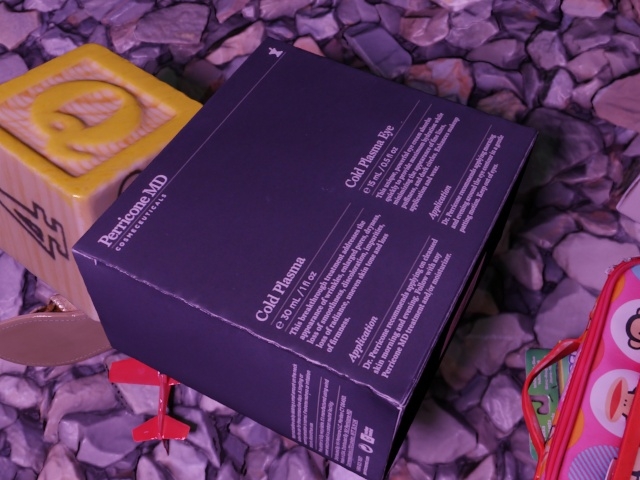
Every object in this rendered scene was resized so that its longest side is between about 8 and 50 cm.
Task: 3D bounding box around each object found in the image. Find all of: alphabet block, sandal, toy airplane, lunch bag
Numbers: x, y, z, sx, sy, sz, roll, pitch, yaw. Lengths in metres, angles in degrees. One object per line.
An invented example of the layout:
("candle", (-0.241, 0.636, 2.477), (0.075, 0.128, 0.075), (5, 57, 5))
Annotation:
("alphabet block", (-0.248, -0.067, 0.806), (0.193, 0.197, 0.192), (30, 49, 18))
("sandal", (-0.279, 0.087, 0.879), (0.240, 0.088, 0.079), (-11, 40, 8))
("toy airplane", (-0.184, 0.173, 0.850), (0.151, 0.028, 0.151), (-3, 73, 10))
("lunch bag", (0.315, 0.166, 0.656), (0.258, 0.120, 0.293), (18, 67, 18))

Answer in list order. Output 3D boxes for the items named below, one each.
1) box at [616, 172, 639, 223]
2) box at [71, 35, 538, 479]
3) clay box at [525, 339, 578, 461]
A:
("box", (0.451, -0.100, 0.766), (0.149, 0.127, 0.232), (36, 82, 17))
("box", (0.000, 0.000, 0.732), (0.313, 0.179, 0.343), (24, 55, 15))
("clay box", (0.329, 0.168, 0.747), (0.222, 0.053, 0.127), (-1, 72, 8))
